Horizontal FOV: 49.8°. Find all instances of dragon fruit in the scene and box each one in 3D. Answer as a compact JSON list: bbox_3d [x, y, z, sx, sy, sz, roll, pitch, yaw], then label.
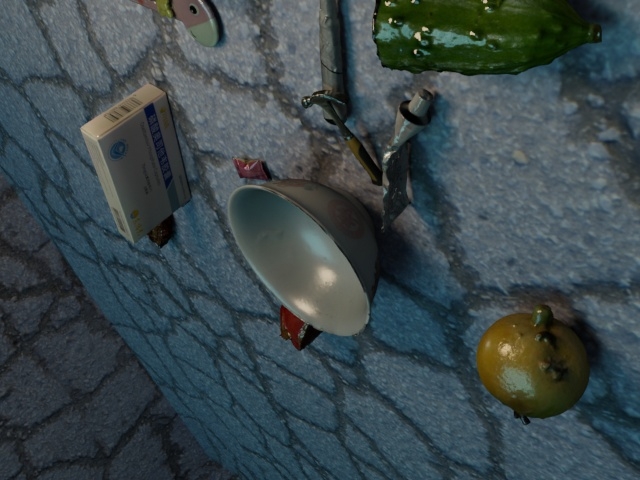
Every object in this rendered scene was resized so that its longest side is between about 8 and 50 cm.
[{"bbox_3d":[-0.051,0.154,1.589,0.161,0.121,0.127,32,143,35],"label":"dragon fruit"}]

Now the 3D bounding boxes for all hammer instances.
[{"bbox_3d":[0.053,-0.162,1.108,0.078,0.021,0.201,-7,134,42],"label":"hammer"},{"bbox_3d":[0.005,-0.340,0.979,0.152,0.044,0.426,32,149,26],"label":"hammer"}]

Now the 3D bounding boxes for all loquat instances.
[{"bbox_3d":[0.331,0.187,1.076,0.172,0.149,0.204,29,132,34],"label":"loquat"}]

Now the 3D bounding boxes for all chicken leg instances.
[{"bbox_3d":[-0.464,-0.055,1.951,0.105,0.063,0.234,36,148,11],"label":"chicken leg"}]

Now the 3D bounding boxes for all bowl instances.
[{"bbox_3d":[0.000,0.000,1.282,0.346,0.157,0.345,33,148,24],"label":"bowl"}]

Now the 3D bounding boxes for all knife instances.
[{"bbox_3d":[-0.335,-0.465,1.286,0.399,0.038,0.132,31,145,29],"label":"knife"}]

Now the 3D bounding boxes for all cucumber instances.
[{"bbox_3d":[0.189,-0.241,0.775,0.245,0.134,0.134,15,139,31],"label":"cucumber"}]

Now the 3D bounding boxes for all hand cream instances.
[{"bbox_3d":[0.126,-0.122,1.047,0.050,0.084,0.257,29,143,18],"label":"hand cream"}]

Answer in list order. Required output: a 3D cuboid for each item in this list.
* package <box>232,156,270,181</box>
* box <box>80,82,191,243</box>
[{"bbox_3d":[-0.144,-0.148,1.431,0.083,0.029,0.059,12,140,34],"label":"package"},{"bbox_3d":[-0.415,-0.170,1.596,0.065,0.200,0.343,31,147,24],"label":"box"}]
